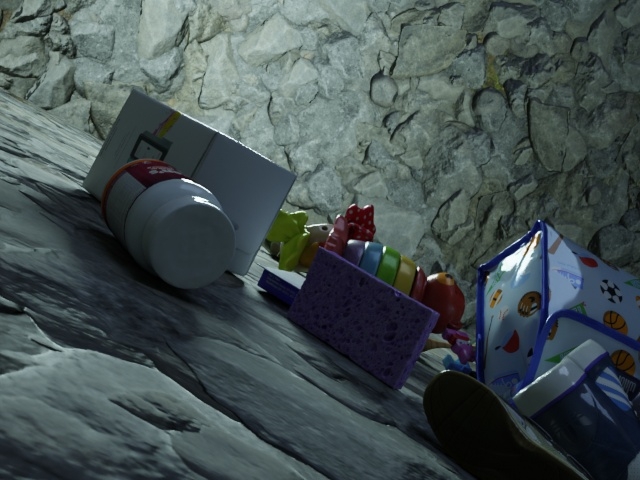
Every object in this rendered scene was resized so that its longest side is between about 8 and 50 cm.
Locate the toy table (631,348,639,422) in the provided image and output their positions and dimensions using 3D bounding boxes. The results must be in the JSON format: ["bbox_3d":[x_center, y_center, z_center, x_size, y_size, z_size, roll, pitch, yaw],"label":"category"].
[{"bbox_3d":[0.540,0.259,1.077,0.252,0.161,0.274,41,-35,22],"label":"toy table"}]

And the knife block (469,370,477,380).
[{"bbox_3d":[0.449,0.315,1.564,0.275,0.088,0.242,27,3,-16],"label":"knife block"}]

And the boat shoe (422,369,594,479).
[{"bbox_3d":[0.196,0.218,0.773,0.223,0.080,0.073,37,2,43],"label":"boat shoe"}]

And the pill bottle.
[{"bbox_3d":[-0.188,-0.023,0.925,0.121,0.121,0.221,27,2,-32],"label":"pill bottle"}]

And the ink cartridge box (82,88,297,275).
[{"bbox_3d":[-0.222,-0.098,1.275,0.270,0.197,0.198,30,3,42],"label":"ink cartridge box"}]

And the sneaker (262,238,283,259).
[{"bbox_3d":[-0.091,0.031,1.947,0.086,0.064,0.192,18,7,-36],"label":"sneaker"}]

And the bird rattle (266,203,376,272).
[{"bbox_3d":[0.000,0.000,1.695,0.253,0.207,0.143,-11,63,-23],"label":"bird rattle"}]

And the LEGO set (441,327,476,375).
[{"bbox_3d":[0.318,0.249,1.411,0.227,0.087,0.093,17,33,-24],"label":"LEGO set"}]

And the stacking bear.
[{"bbox_3d":[0.135,0.089,1.434,0.289,0.164,0.175,20,20,2],"label":"stacking bear"}]

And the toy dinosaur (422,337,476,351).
[{"bbox_3d":[0.199,0.202,1.497,0.211,0.064,0.112,6,18,-25],"label":"toy dinosaur"}]

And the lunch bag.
[{"bbox_3d":[0.451,0.203,1.308,0.327,0.239,0.385,27,46,-11],"label":"lunch bag"}]

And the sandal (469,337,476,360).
[{"bbox_3d":[0.487,0.325,1.951,0.302,0.120,0.086,24,31,-37],"label":"sandal"}]

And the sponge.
[{"bbox_3d":[0.054,0.104,1.060,0.210,0.117,0.031,29,4,34],"label":"sponge"}]

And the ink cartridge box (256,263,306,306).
[{"bbox_3d":[0.001,0.110,1.252,0.206,0.045,0.208,29,1,17],"label":"ink cartridge box"}]

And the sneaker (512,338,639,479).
[{"bbox_3d":[0.375,0.262,0.982,0.236,0.130,0.323,53,18,18],"label":"sneaker"}]
